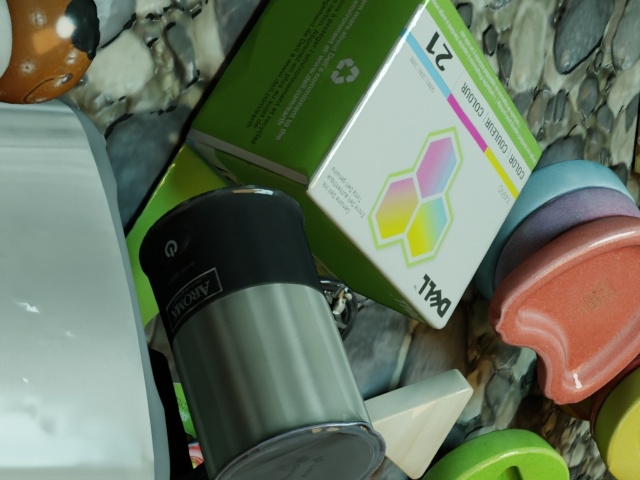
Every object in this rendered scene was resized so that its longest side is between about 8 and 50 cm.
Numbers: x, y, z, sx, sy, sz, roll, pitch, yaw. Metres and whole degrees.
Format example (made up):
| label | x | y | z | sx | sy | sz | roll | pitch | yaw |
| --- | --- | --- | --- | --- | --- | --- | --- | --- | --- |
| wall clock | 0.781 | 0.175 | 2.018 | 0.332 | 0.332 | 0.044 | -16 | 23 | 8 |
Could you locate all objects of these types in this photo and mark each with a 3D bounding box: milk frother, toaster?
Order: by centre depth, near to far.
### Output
| label | x | y | z | sx | sy | sz | roll | pitch | yaw |
| --- | --- | --- | --- | --- | --- | --- | --- | --- | --- |
| toaster | -0.158 | 0.027 | 0.558 | 0.146 | 0.129 | 0.227 | 3 | 70 | -50 |
| milk frother | -0.014 | 0.066 | 0.700 | 0.143 | 0.135 | 0.129 | 4 | 141 | -33 |

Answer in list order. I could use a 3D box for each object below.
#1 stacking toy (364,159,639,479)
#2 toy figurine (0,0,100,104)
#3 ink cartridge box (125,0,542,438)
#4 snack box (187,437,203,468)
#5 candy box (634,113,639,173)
| label | x | y | z | sx | sy | sz | roll | pitch | yaw |
| --- | --- | --- | --- | --- | --- | --- | --- | --- | --- |
| stacking toy | 0.149 | 0.093 | 1.092 | 0.279 | 0.130 | 0.309 | -32 | 135 | -3 |
| toy figurine | -0.155 | -0.139 | 0.435 | 0.148 | 0.209 | 0.213 | -17 | 120 | -60 |
| ink cartridge box | 0.000 | 0.000 | 0.809 | 0.255 | 0.097 | 0.189 | -60 | 144 | -11 |
| snack box | -0.061 | 0.209 | 0.751 | 0.174 | 0.070 | 0.207 | -6 | 83 | -58 |
| candy box | 0.337 | -0.130 | 1.217 | 0.186 | 0.053 | 0.109 | -31 | 130 | -42 |
